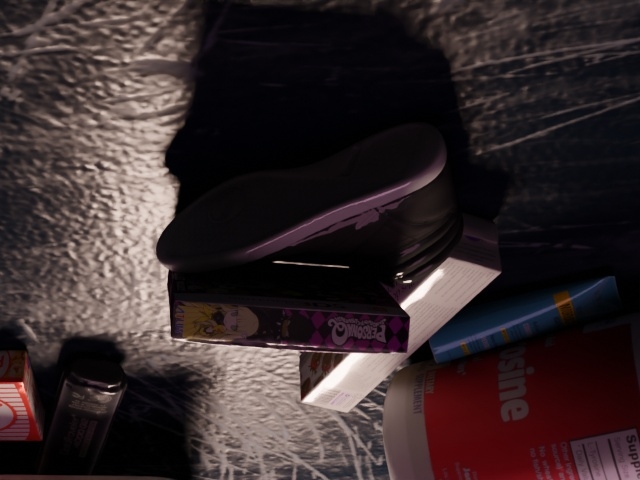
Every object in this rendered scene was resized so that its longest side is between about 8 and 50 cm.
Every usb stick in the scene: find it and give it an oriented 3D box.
[{"bbox_3d":[-0.290,0.222,1.628,0.077,0.045,0.278,14,143,-11],"label":"usb stick"}]

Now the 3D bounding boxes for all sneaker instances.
[{"bbox_3d":[0.000,0.000,1.267,0.296,0.104,0.147,-19,136,16],"label":"sneaker"}]

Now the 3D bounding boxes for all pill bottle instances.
[{"bbox_3d":[0.292,0.205,1.463,0.408,0.229,0.229,-15,143,18],"label":"pill bottle"}]

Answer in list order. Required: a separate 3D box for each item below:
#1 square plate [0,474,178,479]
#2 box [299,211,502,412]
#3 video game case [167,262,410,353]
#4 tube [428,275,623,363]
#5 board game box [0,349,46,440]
[{"bbox_3d":[-0.315,0.343,1.730,0.347,0.049,0.344,2,162,-8],"label":"square plate"},{"bbox_3d":[0.075,0.081,1.423,0.067,0.063,0.324,14,142,-22],"label":"box"},{"bbox_3d":[-0.039,0.058,1.281,0.210,0.041,0.232,5,-172,-7],"label":"video game case"},{"bbox_3d":[0.217,0.081,1.448,0.207,0.052,0.080,-16,154,11],"label":"tube"},{"bbox_3d":[-0.425,0.180,1.563,0.194,0.045,0.146,-1,145,-1],"label":"board game box"}]
